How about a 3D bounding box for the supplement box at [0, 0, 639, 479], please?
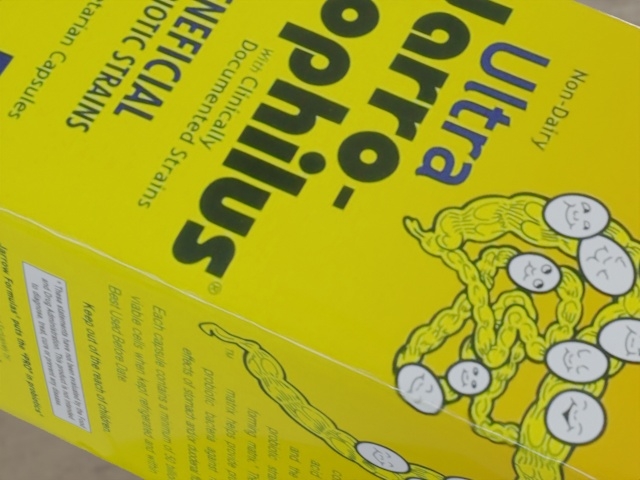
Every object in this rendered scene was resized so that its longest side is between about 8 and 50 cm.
[{"bbox_3d":[0.000,0.000,0.779,0.356,0.195,0.194,24,61,11],"label":"supplement box"}]
